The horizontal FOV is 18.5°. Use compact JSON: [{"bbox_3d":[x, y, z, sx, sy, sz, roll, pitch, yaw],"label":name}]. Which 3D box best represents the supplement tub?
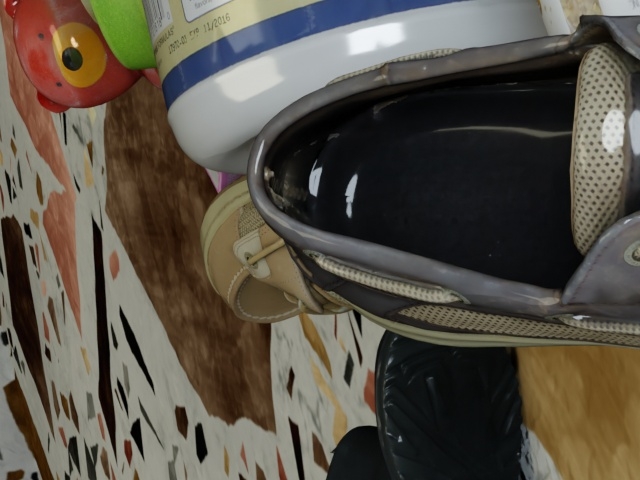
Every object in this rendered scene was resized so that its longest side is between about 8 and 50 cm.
[{"bbox_3d":[0.001,-0.212,1.056,0.228,0.228,0.316,146,112,-70],"label":"supplement tub"}]

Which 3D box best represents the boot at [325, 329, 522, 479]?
[{"bbox_3d":[0.056,0.147,1.303,0.207,0.094,0.246,11,117,67],"label":"boot"}]

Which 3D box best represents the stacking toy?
[{"bbox_3d":[-0.169,-0.218,1.198,0.279,0.130,0.309,-58,-47,-80],"label":"stacking toy"}]

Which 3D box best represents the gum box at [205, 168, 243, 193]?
[{"bbox_3d":[-0.053,-0.121,1.460,0.188,0.107,0.062,-118,25,-43],"label":"gum box"}]

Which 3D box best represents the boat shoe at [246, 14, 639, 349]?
[{"bbox_3d":[0.129,-0.014,0.686,0.355,0.130,0.132,-7,80,32],"label":"boat shoe"}]

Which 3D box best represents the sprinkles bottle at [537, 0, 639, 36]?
[{"bbox_3d":[0.158,-0.087,0.829,0.121,0.121,0.355,124,133,-65],"label":"sprinkles bottle"}]

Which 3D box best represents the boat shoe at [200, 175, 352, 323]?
[{"bbox_3d":[0.000,0.000,1.349,0.341,0.122,0.110,123,134,-63],"label":"boat shoe"}]
